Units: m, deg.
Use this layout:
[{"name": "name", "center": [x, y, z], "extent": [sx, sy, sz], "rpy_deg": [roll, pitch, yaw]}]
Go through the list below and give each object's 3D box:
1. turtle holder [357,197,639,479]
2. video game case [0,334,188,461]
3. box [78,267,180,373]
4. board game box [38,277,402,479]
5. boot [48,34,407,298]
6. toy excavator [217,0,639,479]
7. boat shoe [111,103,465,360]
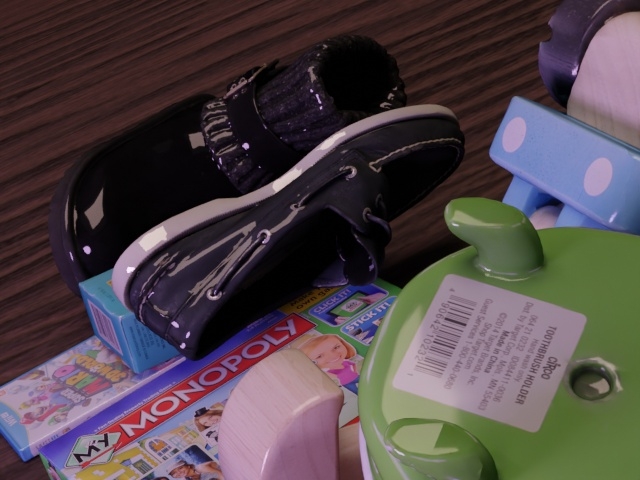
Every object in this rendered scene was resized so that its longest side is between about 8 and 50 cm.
[{"name": "turtle holder", "center": [0.184, 0.124, 0.911], "extent": [0.320, 0.227, 0.243], "rpy_deg": [-6, 50, 0]}, {"name": "video game case", "center": [-0.211, 0.127, 1.393], "extent": [0.166, 0.015, 0.119], "rpy_deg": [-29, 30, -19]}, {"name": "box", "center": [-0.086, 0.030, 1.422], "extent": [0.244, 0.060, 0.100], "rpy_deg": [-25, 28, -22]}, {"name": "board game box", "center": [-0.040, 0.138, 1.237], "extent": [0.317, 0.046, 0.213], "rpy_deg": [-31, 31, -22]}, {"name": "boot", "center": [-0.086, -0.080, 1.516], "extent": [0.260, 0.131, 0.348], "rpy_deg": [-12, 26, 34]}, {"name": "toy excavator", "center": [0.188, 0.041, 1.117], "extent": [0.432, 0.445, 0.222], "rpy_deg": [16, 11, -30]}, {"name": "boat shoe", "center": [0.000, -0.002, 1.307], "extent": [0.340, 0.127, 0.113], "rpy_deg": [-24, 56, -26]}]
